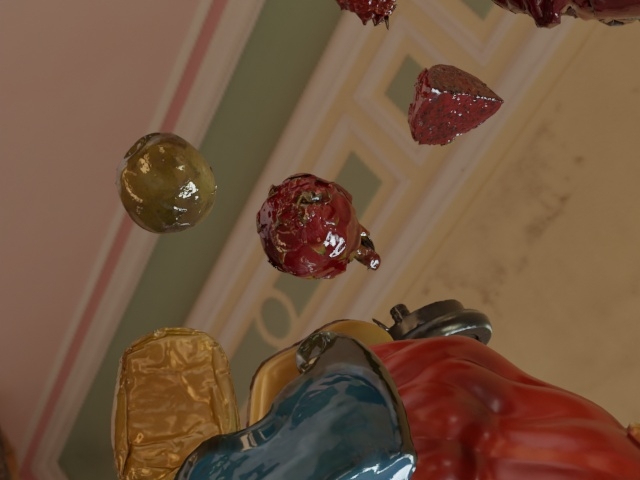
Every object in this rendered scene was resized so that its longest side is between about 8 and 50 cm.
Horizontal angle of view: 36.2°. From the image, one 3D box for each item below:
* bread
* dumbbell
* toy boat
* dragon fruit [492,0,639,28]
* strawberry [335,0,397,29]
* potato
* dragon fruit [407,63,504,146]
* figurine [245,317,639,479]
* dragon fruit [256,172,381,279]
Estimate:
[{"bbox_3d":[-0.198,0.252,1.340,0.133,0.178,0.250,89,-12,-62],"label":"bread"},{"bbox_3d":[0.161,0.203,1.192,0.192,0.192,0.290,-52,-122,40],"label":"dumbbell"},{"bbox_3d":[-0.036,0.110,0.351,0.077,0.185,0.075,27,-20,48],"label":"toy boat"},{"bbox_3d":[0.192,-0.292,0.615,0.329,0.329,0.329,15,-67,40],"label":"dragon fruit"},{"bbox_3d":[0.038,-0.410,1.406,0.167,0.087,0.208,-113,178,-48],"label":"strawberry"},{"bbox_3d":[-0.218,-0.077,1.394,0.137,0.176,0.137,-4,-108,11],"label":"potato"},{"bbox_3d":[0.164,-0.191,1.379,0.083,0.162,0.106,55,-52,26],"label":"dragon fruit"},{"bbox_3d":[0.061,0.136,0.521,0.257,0.181,0.208,1,-56,58],"label":"figurine"},{"bbox_3d":[0.000,0.000,0.892,0.094,0.190,0.094,-6,-109,18],"label":"dragon fruit"}]
